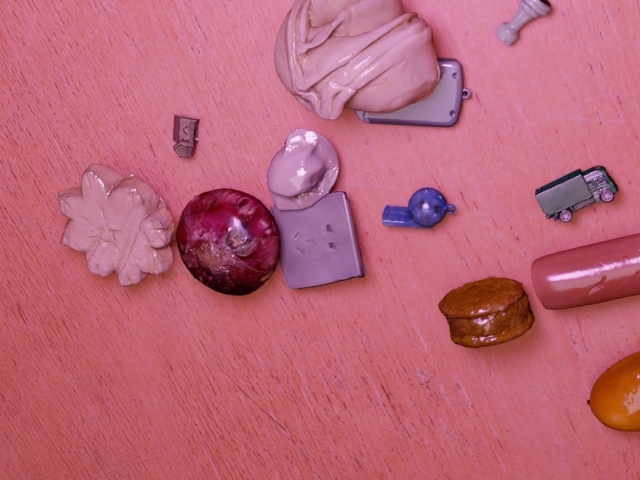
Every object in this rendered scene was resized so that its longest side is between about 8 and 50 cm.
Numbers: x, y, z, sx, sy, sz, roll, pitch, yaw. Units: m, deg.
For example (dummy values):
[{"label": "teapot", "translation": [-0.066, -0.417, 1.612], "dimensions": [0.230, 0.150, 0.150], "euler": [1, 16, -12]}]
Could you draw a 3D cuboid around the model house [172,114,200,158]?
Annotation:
[{"label": "model house", "translation": [-0.302, -0.230, 1.697], "dimensions": [0.058, 0.057, 0.083], "euler": [11, 114, 5]}]

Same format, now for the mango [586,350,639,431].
[{"label": "mango", "translation": [0.678, 0.316, 1.622], "dimensions": [0.227, 0.109, 0.147], "euler": [-44, 71, 25]}]

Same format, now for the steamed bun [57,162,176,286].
[{"label": "steamed bun", "translation": [-0.458, -0.048, 1.766], "dimensions": [0.295, 0.137, 0.292], "euler": [-16, 110, 28]}]

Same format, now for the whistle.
[{"label": "whistle", "translation": [0.206, -0.071, 1.611], "dimensions": [0.157, 0.090, 0.090], "euler": [5, 111, 14]}]

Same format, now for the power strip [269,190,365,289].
[{"label": "power strip", "translation": [0.000, 0.000, 1.691], "dimensions": [0.213, 0.064, 0.199], "euler": [-10, 95, 34]}]

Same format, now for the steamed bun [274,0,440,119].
[{"label": "steamed bun", "translation": [0.062, -0.359, 1.428], "dimensions": [0.276, 0.203, 0.289], "euler": [-39, 70, -4]}]

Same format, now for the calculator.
[{"label": "calculator", "translation": [0.179, -0.301, 1.551], "dimensions": [0.246, 0.045, 0.141], "euler": [5, 111, 13]}]

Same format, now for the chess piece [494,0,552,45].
[{"label": "chess piece", "translation": [0.379, -0.419, 1.449], "dimensions": [0.067, 0.067, 0.103], "euler": [39, 124, -2]}]

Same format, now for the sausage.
[{"label": "sausage", "translation": [0.584, 0.059, 1.542], "dimensions": [0.304, 0.121, 0.121], "euler": [-14, 106, 20]}]

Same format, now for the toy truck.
[{"label": "toy truck", "translation": [0.513, -0.094, 1.533], "dimensions": [0.147, 0.065, 0.079], "euler": [-26, 99, 23]}]

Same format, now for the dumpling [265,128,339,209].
[{"label": "dumpling", "translation": [-0.040, -0.142, 1.629], "dimensions": [0.150, 0.092, 0.177], "euler": [26, 90, 19]}]

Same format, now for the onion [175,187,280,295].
[{"label": "onion", "translation": [-0.195, 0.002, 1.687], "dimensions": [0.246, 0.190, 0.247], "euler": [17, 123, 27]}]

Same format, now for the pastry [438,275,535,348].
[{"label": "pastry", "translation": [0.347, 0.151, 1.610], "dimensions": [0.188, 0.189, 0.103], "euler": [-15, 103, 19]}]
